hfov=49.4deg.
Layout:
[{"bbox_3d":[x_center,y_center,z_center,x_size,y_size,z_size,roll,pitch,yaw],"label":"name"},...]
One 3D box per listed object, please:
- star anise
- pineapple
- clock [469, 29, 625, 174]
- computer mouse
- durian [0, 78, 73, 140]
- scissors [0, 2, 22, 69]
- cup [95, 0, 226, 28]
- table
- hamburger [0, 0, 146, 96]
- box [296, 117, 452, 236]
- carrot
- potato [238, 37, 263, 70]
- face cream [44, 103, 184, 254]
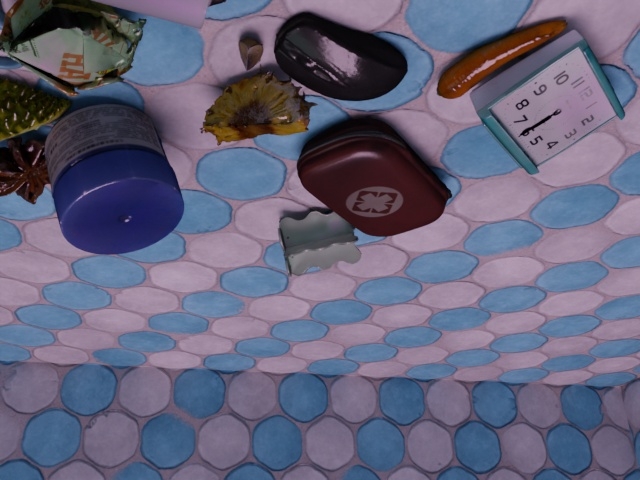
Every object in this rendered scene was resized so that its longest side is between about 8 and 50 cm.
[{"bbox_3d":[-0.659,-0.158,1.526,0.214,0.098,0.220,-22,162,-12],"label":"star anise"},{"bbox_3d":[-0.118,-0.267,1.360,0.233,0.135,0.079,-3,162,22],"label":"pineapple"},{"bbox_3d":[0.442,-0.275,1.370,0.231,0.116,0.262,-34,143,22],"label":"clock"},{"bbox_3d":[0.041,-0.324,1.300,0.270,0.086,0.137,13,148,-22],"label":"computer mouse"},{"bbox_3d":[-0.683,-0.223,1.386,0.352,0.158,0.169,-12,162,11],"label":"durian"},{"bbox_3d":[-0.554,-0.434,1.121,0.193,0.029,0.447,10,149,-22],"label":"scissors"},{"bbox_3d":[-0.290,-0.442,0.902,0.372,0.253,0.253,10,149,-15],"label":"cup"},{"bbox_3d":[0.000,0.000,1.836,0.199,0.166,0.166,-12,151,2],"label":"table"},{"bbox_3d":[-0.405,-0.351,1.193,0.235,0.125,0.214,-26,159,26],"label":"hamburger"},{"bbox_3d":[0.127,-0.133,1.630,0.263,0.108,0.404,-20,146,29],"label":"box"},{"bbox_3d":[0.328,-0.345,1.309,0.271,0.062,0.066,-30,109,35],"label":"carrot"},{"bbox_3d":[-0.130,-0.356,1.291,0.037,0.036,0.093,-35,175,-12],"label":"potato"},{"bbox_3d":[-0.429,-0.129,1.444,0.249,0.225,0.249,-17,150,-10],"label":"face cream"}]
